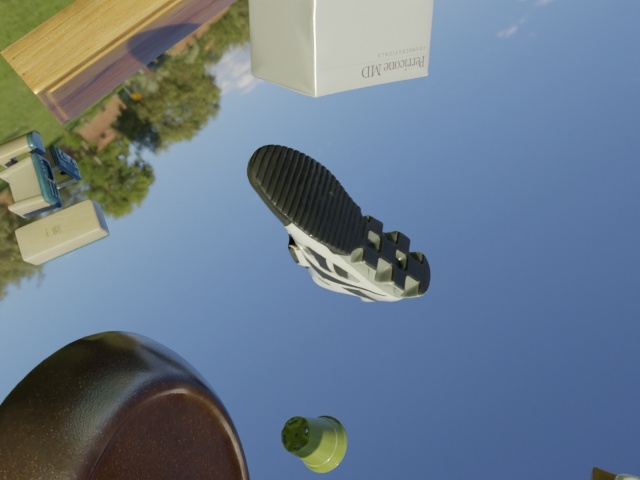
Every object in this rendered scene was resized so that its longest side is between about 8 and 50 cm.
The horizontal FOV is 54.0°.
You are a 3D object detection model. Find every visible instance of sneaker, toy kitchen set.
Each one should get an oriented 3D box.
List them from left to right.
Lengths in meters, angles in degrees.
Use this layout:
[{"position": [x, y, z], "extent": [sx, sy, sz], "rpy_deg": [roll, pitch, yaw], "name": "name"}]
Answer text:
[{"position": [-0.404, -0.067, 1.006], "extent": [0.122, 0.207, 0.166], "rpy_deg": [-22, 166, -1], "name": "toy kitchen set"}, {"position": [0.000, 0.000, 0.917], "extent": [0.146, 0.330, 0.123], "rpy_deg": [-25, -146, 43], "name": "sneaker"}]

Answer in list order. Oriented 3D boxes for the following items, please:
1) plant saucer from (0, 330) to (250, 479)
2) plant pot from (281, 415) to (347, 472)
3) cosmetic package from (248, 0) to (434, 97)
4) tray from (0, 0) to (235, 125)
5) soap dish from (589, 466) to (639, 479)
[{"position": [-0.113, 0.214, 0.414], "extent": [0.050, 0.311, 0.311], "rpy_deg": [-8, -147, 18], "name": "plant saucer"}, {"position": [-0.016, 0.290, 0.920], "extent": [0.083, 0.079, 0.083], "rpy_deg": [-16, -123, 26], "name": "plant pot"}, {"position": [0.029, -0.393, 0.786], "extent": [0.217, 0.385, 0.156], "rpy_deg": [-21, -147, -33], "name": "cosmetic package"}, {"position": [-0.244, -0.333, 0.917], "extent": [0.410, 0.076, 0.203], "rpy_deg": [-39, -173, -11], "name": "tray"}, {"position": [0.402, 0.433, 0.699], "extent": [0.118, 0.228, 0.291], "rpy_deg": [103, 9, -46], "name": "soap dish"}]
